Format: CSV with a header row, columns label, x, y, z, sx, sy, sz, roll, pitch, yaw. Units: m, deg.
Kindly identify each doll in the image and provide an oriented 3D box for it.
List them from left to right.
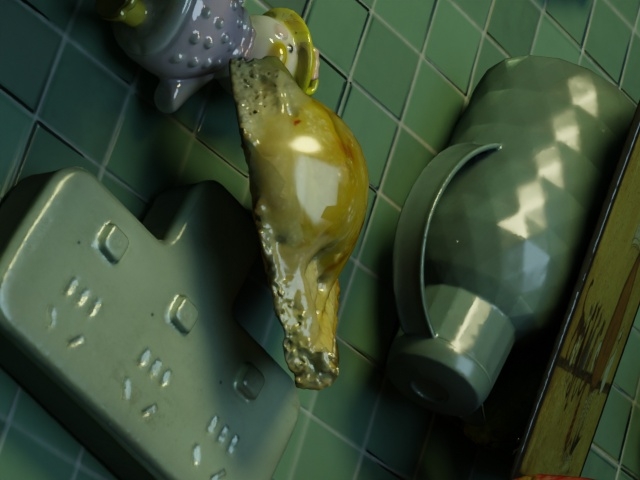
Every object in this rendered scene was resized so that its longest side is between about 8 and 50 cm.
label,x,y,z,sx,sy,sz,roll,pitch,yaw
doll,-0.072,-0.141,1.340,0.207,0.081,0.129,25,79,-45

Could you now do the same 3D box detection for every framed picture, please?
label,x,y,z,sx,sy,sz,roll,pitch,yaw
framed picture,0.228,0.038,1.546,0.339,0.014,0.255,-70,161,-4

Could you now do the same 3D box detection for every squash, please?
label,x,y,z,sx,sy,sz,roll,pitch,yaw
squash,0.175,0.081,1.589,0.077,0.068,0.219,30,57,-4

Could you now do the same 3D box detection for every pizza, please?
label,x,y,z,sx,sy,sz,roll,pitch,yaw
pizza,-0.002,-0.009,1.306,0.204,0.080,0.188,-98,175,-47

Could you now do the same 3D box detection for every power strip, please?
label,x,y,z,sx,sy,sz,roll,pitch,yaw
power strip,-0.106,0.049,1.295,0.265,0.059,0.194,48,53,-32

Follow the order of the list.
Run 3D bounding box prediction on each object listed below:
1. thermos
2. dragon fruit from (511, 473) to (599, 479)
label,x,y,z,sx,sy,sz,roll,pitch,yaw
thermos,0.133,-0.009,1.495,0.286,0.145,0.182,-61,137,-33
dragon fruit,0.161,0.294,1.409,0.269,0.291,0.250,-22,70,-24
